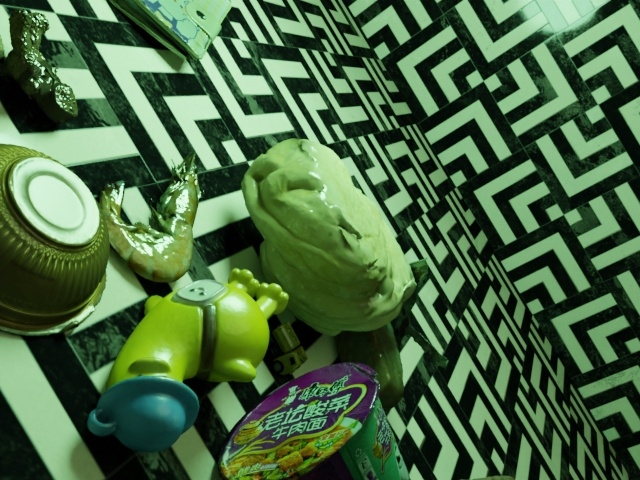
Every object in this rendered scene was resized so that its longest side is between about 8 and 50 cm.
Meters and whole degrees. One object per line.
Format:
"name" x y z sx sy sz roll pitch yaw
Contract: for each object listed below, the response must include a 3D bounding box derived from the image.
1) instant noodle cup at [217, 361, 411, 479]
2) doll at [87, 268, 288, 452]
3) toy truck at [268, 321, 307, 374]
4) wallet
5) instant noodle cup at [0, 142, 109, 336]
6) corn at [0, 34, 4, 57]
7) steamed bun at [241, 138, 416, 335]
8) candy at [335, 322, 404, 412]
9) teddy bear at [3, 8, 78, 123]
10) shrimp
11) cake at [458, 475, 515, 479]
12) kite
"instant noodle cup" 0.010 0.320 0.894 0.190 0.251 0.251 62 24 -14
"doll" -0.179 0.146 0.871 0.199 0.145 0.363 23 30 17
"toy truck" -0.060 0.187 1.111 0.083 0.054 0.049 62 25 5
"wallet" -0.315 -0.514 1.396 0.223 0.077 0.310 43 31 -24
"instant noodle cup" -0.342 -0.024 0.780 0.274 0.090 0.274 44 28 -31
"corn" -0.509 -0.364 0.854 0.288 0.086 0.086 61 25 0
"steamed bun" 0.002 0.005 1.222 0.372 0.230 0.325 44 28 -33
"candy" 0.097 0.226 1.306 0.104 0.102 0.234 31 34 -45
"teddy bear" -0.410 -0.242 0.926 0.119 0.077 0.161 -112 -178 -75
"shrimp" -0.263 -0.064 1.022 0.169 0.058 0.296 37 36 -34
"cake" 0.223 0.532 1.047 0.308 0.230 0.237 26 39 -50
"kite" 0.168 0.169 1.332 0.011 0.336 0.314 -6 32 -27
